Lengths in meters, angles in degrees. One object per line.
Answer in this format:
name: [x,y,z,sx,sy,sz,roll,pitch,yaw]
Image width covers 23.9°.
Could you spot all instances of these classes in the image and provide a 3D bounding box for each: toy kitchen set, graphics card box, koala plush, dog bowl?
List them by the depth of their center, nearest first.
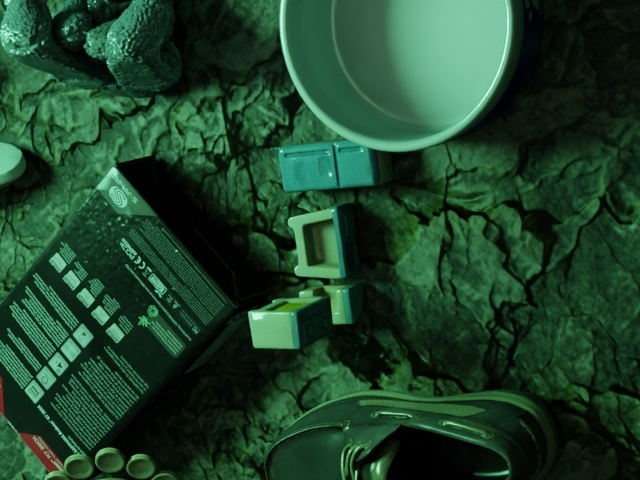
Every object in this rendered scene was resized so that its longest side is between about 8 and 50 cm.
dog bowl: [0.096,-0.230,1.589,0.265,0.104,0.265,6,103,26]
toy kitchen set: [0.000,0.000,1.646,0.122,0.166,0.207,-4,98,28]
koala plush: [-0.230,-0.289,1.727,0.196,0.203,0.221,5,81,17]
graphics card box: [-0.259,0.104,1.841,0.233,0.094,0.371,48,118,12]

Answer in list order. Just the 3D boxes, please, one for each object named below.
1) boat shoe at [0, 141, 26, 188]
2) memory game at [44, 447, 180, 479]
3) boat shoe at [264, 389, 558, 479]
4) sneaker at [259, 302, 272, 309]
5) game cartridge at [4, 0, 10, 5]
boat shoe: [-0.461,-0.072,1.930,0.219,0.078,0.070,-7,131,25]
memory game: [-0.255,0.324,1.868,0.186,0.012,0.186,-1,125,-1]
boat shoe: [0.080,0.235,1.670,0.355,0.130,0.132,-14,93,29]
sneaker: [-0.041,0.093,1.759,0.083,0.037,0.032,9,105,27]
game cartridge: [-0.362,-0.327,1.856,0.056,0.017,0.083,14,106,28]
